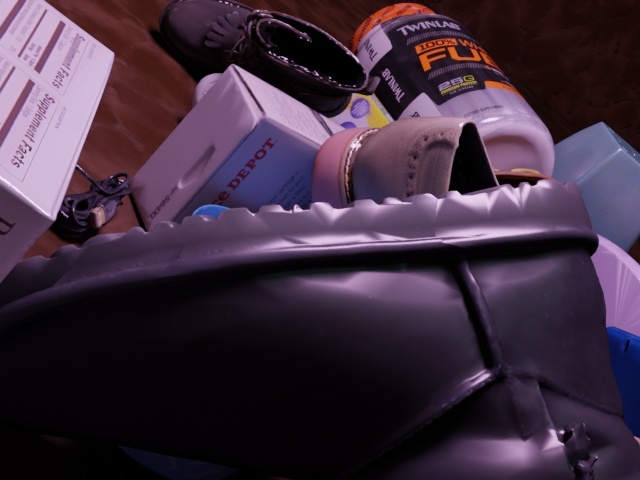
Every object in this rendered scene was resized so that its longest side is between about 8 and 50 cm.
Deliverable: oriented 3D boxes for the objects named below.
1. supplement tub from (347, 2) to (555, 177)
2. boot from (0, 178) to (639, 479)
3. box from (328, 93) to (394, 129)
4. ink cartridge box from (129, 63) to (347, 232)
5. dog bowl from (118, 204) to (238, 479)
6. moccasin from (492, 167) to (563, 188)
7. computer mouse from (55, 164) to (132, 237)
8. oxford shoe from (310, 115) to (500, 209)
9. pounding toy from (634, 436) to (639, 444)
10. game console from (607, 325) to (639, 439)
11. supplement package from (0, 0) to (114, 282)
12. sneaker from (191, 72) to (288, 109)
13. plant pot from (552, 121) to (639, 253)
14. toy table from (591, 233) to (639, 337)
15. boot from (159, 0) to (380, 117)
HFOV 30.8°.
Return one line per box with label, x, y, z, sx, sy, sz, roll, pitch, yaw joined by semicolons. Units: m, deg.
supplement tub;0.166;-0.178;1.621;0.207;0.207;0.338;27;25;-40
boot;0.029;0.207;0.564;0.146;0.367;0.445;112;-34;-70
box;0.044;-0.114;1.395;0.043;0.105;0.179;28;24;-54
ink cartridge box;-0.039;-0.041;1.007;0.203;0.148;0.086;27;24;-43
dog bowl;-0.072;0.071;0.822;0.166;0.074;0.297;44;20;2
moccasin;0.176;-0.015;1.325;0.380;0.147;0.139;-7;77;-53
computer mouse;-0.230;-0.081;0.879;0.193;0.042;0.106;45;23;-12
oxford shoe;0.132;0.083;0.939;0.140;0.147;0.397;-45;114;-42
pounding toy;0.219;0.200;0.766;0.206;0.094;0.181;30;42;-44
game console;0.304;0.229;0.983;0.250;0.173;0.293;44;2;0
supplement package;-0.265;-0.061;0.517;0.263;0.199;0.198;37;20;-19
sneaker;-0.053;-0.115;1.269;0.240;0.091;0.126;31;4;-32
plant pot;0.387;-0.049;1.749;0.165;0.234;0.165;36;20;-21
toy table;0.383;0.092;1.472;0.161;0.252;0.274;3;48;-40
boot;-0.060;-0.213;1.243;0.263;0.091;0.229;23;0;0
